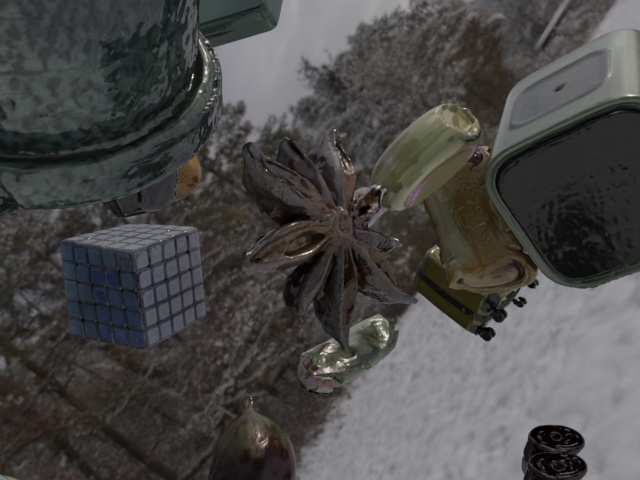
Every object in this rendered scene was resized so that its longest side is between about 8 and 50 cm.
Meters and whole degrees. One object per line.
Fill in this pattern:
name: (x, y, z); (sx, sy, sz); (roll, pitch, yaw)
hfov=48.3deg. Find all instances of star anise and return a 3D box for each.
star anise: (0.000, 0.000, 0.594); (0.065, 0.183, 0.195); (-26, -6, 40)

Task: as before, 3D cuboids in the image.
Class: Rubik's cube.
Rubik's cube: (-0.431, 0.095, 1.670); (0.238, 0.236, 0.238); (-26, -64, -59)

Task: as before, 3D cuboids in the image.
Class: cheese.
cheese: (0.104, -0.074, 0.896); (0.137, 0.064, 0.227); (-15, -28, -53)

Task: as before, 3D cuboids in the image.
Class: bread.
bread: (0.233, -0.026, 1.079); (0.134, 0.225, 0.081); (-18, -10, 12)

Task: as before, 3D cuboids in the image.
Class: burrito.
burrito: (0.061, 0.215, 1.359); (0.309, 0.096, 0.066); (-22, -31, -54)

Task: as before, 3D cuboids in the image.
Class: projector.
projector: (0.398, -0.117, 1.012); (0.248, 0.249, 0.249); (-26, 21, 35)

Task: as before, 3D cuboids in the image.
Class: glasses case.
glasses case: (-0.137, -0.279, 0.890); (0.039, 0.184, 0.078); (52, -143, -48)

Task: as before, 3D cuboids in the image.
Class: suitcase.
suitcase: (0.344, 0.081, 1.597); (0.194, 0.235, 0.143); (-34, -28, -38)

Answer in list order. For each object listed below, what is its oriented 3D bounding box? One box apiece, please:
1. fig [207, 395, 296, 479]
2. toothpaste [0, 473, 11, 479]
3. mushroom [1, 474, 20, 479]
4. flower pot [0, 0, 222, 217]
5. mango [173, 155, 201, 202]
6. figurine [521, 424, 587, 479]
fig: (-0.086, 0.261, 0.864); (0.109, 0.155, 0.103); (-21, -40, 2)
toothpaste: (-0.344, 0.277, 0.747); (0.089, 0.313, 0.071); (-16, 37, 56)
mushroom: (-0.425, 0.448, 0.940); (0.164, 0.189, 0.267); (76, -178, -68)
flower pot: (-0.235, -0.151, 0.588); (0.299, 0.299, 0.283); (-56, -16, -36)
mango: (-0.363, -0.140, 1.117); (0.187, 0.359, 0.144); (124, 150, -62)
figurine: (0.300, 0.414, 0.895); (0.281, 0.167, 0.370); (-59, -37, -64)
